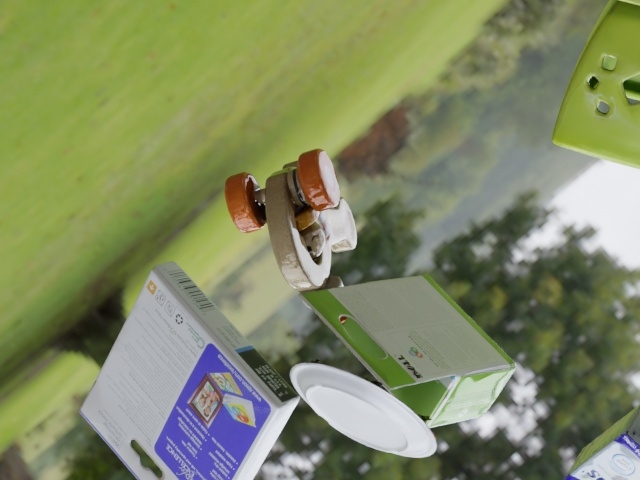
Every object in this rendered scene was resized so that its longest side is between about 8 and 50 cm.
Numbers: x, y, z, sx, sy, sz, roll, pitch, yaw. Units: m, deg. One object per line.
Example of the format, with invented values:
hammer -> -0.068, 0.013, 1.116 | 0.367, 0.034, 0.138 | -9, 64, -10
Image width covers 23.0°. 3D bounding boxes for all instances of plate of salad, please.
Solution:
plate of salad -> 0.055, 0.198, 1.901 | 0.048, 0.199, 0.200 | -59, -175, -23

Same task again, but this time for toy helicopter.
toy helicopter -> 0.000, 0.000, 2.231 | 0.140, 0.235, 0.355 | -17, 179, 15

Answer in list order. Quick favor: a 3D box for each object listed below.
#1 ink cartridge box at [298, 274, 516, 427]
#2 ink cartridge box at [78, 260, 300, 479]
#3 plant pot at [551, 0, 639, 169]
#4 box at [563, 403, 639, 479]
ink cartridge box -> 0.093, 0.144, 1.986 | 0.255, 0.189, 0.097 | -5, 132, -47
ink cartridge box -> -0.137, 0.165, 1.591 | 0.045, 0.206, 0.208 | -13, 141, -50
plant pot -> 0.394, -0.203, 1.692 | 0.228, 0.227, 0.207 | -51, 153, -61
box -> 0.406, 0.297, 2.009 | 0.072, 0.126, 0.137 | -46, 177, -45
